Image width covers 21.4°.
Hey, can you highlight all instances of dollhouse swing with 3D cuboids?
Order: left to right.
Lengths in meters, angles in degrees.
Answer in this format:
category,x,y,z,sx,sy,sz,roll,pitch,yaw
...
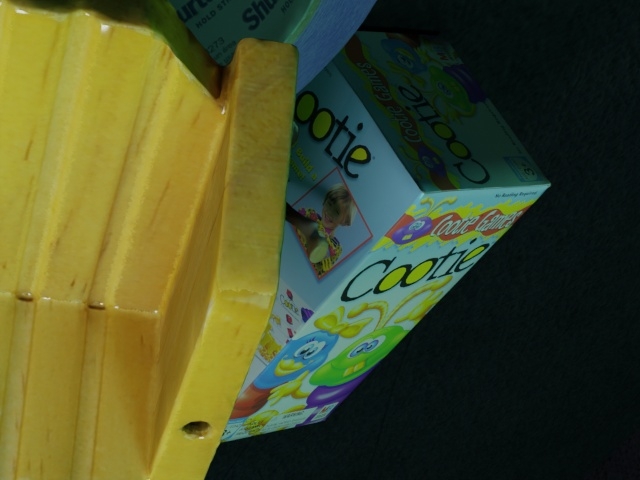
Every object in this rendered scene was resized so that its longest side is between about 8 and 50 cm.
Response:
category,x,y,z,sx,sy,sz,roll,pitch,yaw
dollhouse swing,-0.209,0.088,0.743,0.347,0.305,0.315,9,143,-12

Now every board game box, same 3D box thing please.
category,x,y,z,sx,sy,sz,roll,pitch,yaw
board game box,0.000,0.000,1.181,0.142,0.144,0.275,-5,145,-47

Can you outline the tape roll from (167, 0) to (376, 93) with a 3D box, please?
category,x,y,z,sx,sy,sz,roll,pitch,yaw
tape roll,-0.096,-0.140,0.867,0.275,0.090,0.275,-27,156,-13

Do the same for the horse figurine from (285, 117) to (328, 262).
category,x,y,z,sx,sy,sz,roll,pitch,yaw
horse figurine,-0.104,0.011,1.093,0.263,0.174,0.066,-52,144,10
